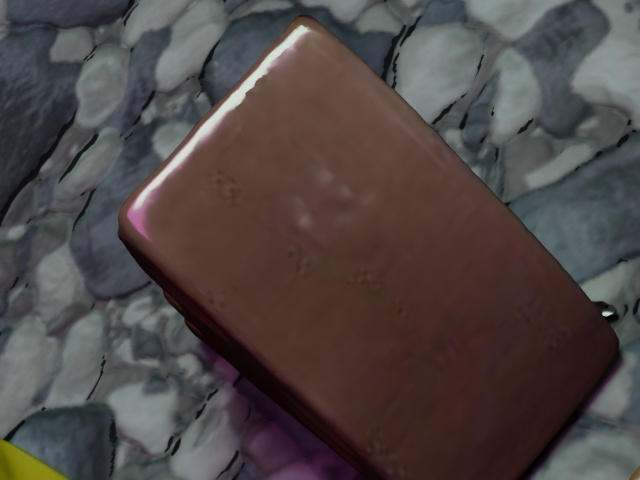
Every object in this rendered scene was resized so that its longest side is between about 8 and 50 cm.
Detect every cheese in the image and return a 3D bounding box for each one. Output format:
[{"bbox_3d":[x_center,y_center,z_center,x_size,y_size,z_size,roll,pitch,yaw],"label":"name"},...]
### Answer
[{"bbox_3d":[0.001,-0.005,0.671,0.128,0.177,0.203,-47,47,-8],"label":"cheese"}]

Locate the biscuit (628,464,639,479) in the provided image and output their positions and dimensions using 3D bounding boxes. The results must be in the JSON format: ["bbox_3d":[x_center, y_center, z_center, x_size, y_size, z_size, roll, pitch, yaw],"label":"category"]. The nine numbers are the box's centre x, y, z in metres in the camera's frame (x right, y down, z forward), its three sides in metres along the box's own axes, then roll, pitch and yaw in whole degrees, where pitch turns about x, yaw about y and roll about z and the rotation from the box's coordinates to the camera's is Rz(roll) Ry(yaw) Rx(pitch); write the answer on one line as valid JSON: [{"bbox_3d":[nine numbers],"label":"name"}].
[{"bbox_3d":[0.160,0.138,0.569,0.142,0.029,0.221,-11,52,23],"label":"biscuit"}]

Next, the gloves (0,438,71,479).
[{"bbox_3d":[-0.156,0.168,0.708,0.294,0.116,0.133,35,106,34],"label":"gloves"}]
